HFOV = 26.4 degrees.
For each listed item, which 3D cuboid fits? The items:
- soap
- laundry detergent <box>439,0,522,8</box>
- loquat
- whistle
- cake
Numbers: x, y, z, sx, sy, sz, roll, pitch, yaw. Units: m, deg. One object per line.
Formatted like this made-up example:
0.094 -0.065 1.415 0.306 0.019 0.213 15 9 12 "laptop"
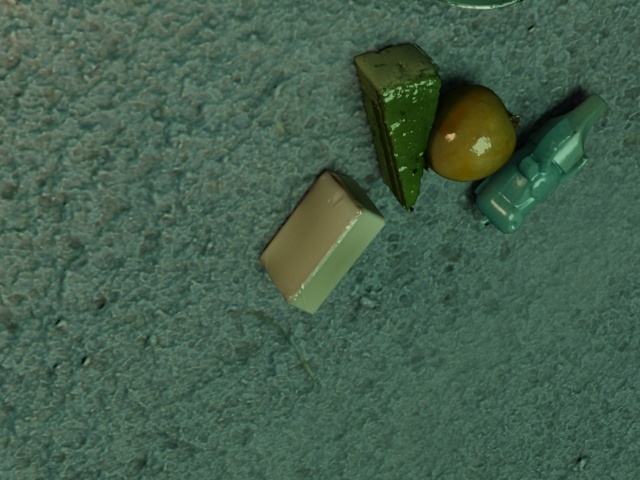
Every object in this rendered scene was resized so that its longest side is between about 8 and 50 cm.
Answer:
0.000 0.000 1.982 0.064 0.121 0.183 25 110 -40 "soap"
0.207 -0.424 1.616 0.287 0.305 0.287 -1 96 -6 "laundry detergent"
0.213 -0.155 1.971 0.163 0.137 0.163 -28 178 -1 "loquat"
0.340 -0.118 2.115 0.274 0.093 0.186 -46 160 5 "whistle"
0.094 -0.152 1.934 0.099 0.100 0.235 -8 127 -23 "cake"
